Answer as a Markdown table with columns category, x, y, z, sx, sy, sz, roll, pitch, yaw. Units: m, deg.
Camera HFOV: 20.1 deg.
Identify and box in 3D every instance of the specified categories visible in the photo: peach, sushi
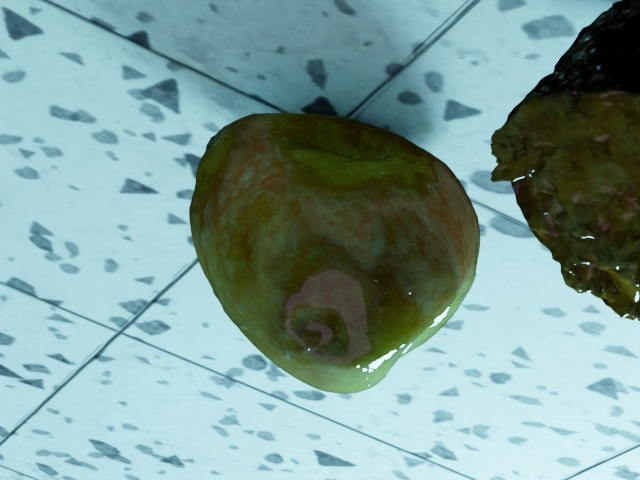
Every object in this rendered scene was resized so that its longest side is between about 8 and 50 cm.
| category | x | y | z | sx | sy | sz | roll | pitch | yaw |
| --- | --- | --- | --- | --- | --- | --- | --- | --- | --- |
| peach | 0.000 | 0.000 | 1.423 | 0.235 | 0.214 | 0.214 | 35 | 151 | 8 |
| sushi | 0.295 | -0.027 | 1.191 | 0.348 | 0.207 | 0.234 | 33 | 123 | 6 |
